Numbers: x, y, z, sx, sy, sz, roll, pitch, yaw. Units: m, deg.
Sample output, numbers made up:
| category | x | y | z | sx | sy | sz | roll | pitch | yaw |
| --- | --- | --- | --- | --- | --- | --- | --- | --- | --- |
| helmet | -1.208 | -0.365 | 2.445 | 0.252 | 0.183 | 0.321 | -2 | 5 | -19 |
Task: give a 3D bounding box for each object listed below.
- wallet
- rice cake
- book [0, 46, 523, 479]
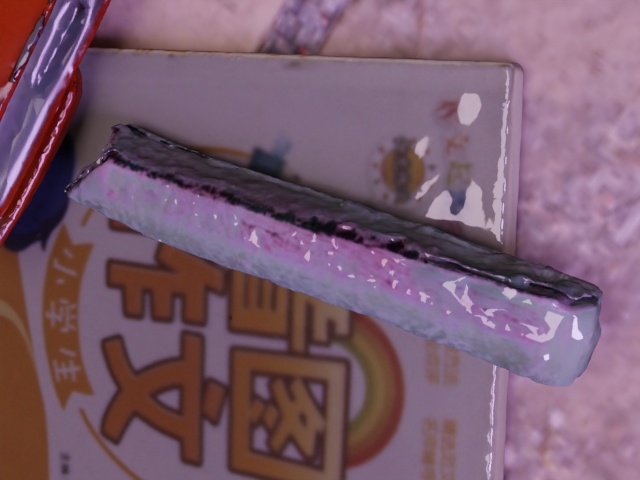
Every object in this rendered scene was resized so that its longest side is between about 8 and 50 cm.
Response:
| category | x | y | z | sx | sy | sz | roll | pitch | yaw |
| --- | --- | --- | --- | --- | --- | --- | --- | --- | --- |
| wallet | -0.179 | -0.090 | 0.600 | 0.204 | 0.045 | 0.142 | 27 | 93 | 29 |
| rice cake | -0.001 | 0.001 | 0.519 | 0.207 | 0.033 | 0.033 | 19 | 113 | 25 |
| book | -0.065 | 0.029 | 0.587 | 0.295 | 0.020 | 0.208 | 5 | 98 | 27 |
